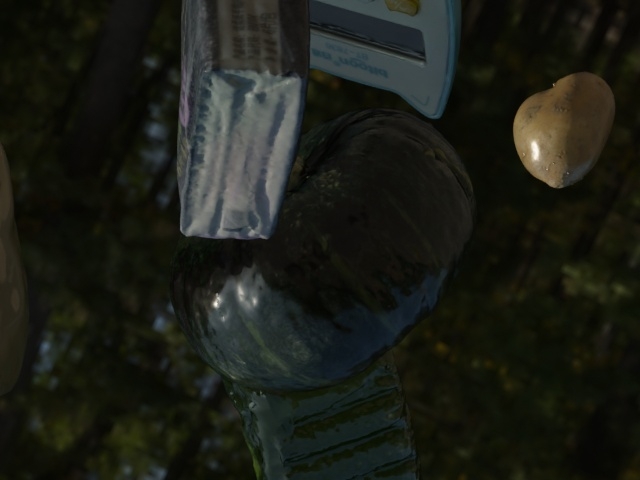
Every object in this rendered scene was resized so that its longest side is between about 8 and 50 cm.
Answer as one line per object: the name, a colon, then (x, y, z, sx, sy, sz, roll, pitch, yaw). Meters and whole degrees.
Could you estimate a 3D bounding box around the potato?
potato: (0.277, -0.128, 2.090, 0.112, 0.147, 0.112, 26, 149, 17)

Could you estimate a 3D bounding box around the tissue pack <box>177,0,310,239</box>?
tissue pack: (-0.033, -0.093, 0.751, 0.051, 0.112, 0.156, 3, -124, -7)

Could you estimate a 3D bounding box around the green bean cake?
green bean cake: (-0.008, 0.128, 1.691, 0.247, 0.156, 0.250, -111, 3, -49)

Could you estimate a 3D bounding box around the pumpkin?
pumpkin: (-0.001, 0.002, 1.164, 0.152, 0.211, 0.211, 42, -174, -13)

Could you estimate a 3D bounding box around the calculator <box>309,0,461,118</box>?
calculator: (0.016, -0.276, 1.754, 0.256, 0.054, 0.386, 19, 152, 23)

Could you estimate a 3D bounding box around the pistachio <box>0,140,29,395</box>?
pistachio: (-0.420, -0.003, 1.720, 0.365, 0.281, 0.445, 45, -167, -36)
